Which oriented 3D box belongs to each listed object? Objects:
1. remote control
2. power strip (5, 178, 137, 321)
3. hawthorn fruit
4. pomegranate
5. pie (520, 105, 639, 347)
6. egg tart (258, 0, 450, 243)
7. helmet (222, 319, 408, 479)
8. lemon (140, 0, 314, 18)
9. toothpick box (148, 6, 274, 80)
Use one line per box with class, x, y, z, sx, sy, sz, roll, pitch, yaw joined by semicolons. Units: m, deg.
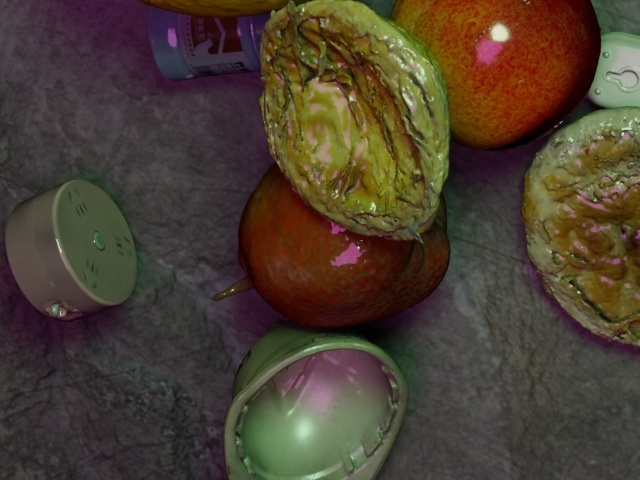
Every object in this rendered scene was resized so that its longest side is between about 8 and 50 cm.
remote control;0.361;-0.149;1.650;0.221;0.042;0.078;16;112;15
power strip;-0.276;0.014;1.874;0.078;0.154;0.154;-21;99;25
hawthorn fruit;0.000;0.000;1.742;0.262;0.210;0.210;-22;98;29
pomegranate;0.157;-0.181;1.622;0.235;0.210;0.210;-39;91;14
pie;0.326;-0.010;1.689;0.274;0.055;0.274;8;120;14
egg tart;0.045;-0.118;1.551;0.232;0.098;0.252;-18;103;47
helmet;-0.021;0.173;1.844;0.204;0.137;0.257;4;123;-22
lemon;-0.119;-0.376;1.591;0.364;0.364;0.364;6;109;18
toothpick box;-0.091;-0.222;1.759;0.153;0.101;0.101;-4;105;21
